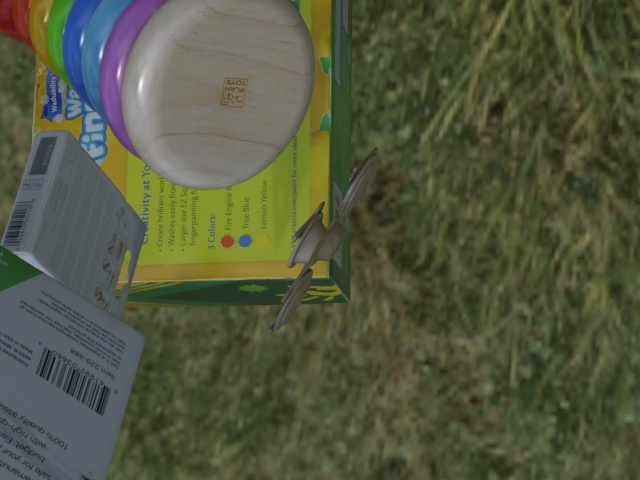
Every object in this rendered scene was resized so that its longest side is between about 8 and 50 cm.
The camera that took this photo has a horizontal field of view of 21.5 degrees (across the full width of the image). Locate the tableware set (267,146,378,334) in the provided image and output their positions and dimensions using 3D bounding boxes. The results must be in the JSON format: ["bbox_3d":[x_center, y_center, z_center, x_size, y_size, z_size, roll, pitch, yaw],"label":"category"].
[{"bbox_3d":[0.000,0.000,1.489,0.020,0.141,0.169,31,138,7],"label":"tableware set"}]

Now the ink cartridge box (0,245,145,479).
[{"bbox_3d":[-0.269,0.144,1.235,0.211,0.289,0.121,35,126,-19],"label":"ink cartridge box"}]

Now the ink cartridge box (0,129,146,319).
[{"bbox_3d":[-0.241,-0.002,1.667,0.045,0.145,0.179,-1,148,22],"label":"ink cartridge box"}]

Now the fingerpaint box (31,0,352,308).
[{"bbox_3d":[-0.153,-0.147,2.054,0.371,0.445,0.163,-2,166,10],"label":"fingerpaint box"}]

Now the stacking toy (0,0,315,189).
[{"bbox_3d":[-0.151,-0.150,1.186,0.330,0.141,0.141,30,155,47],"label":"stacking toy"}]
